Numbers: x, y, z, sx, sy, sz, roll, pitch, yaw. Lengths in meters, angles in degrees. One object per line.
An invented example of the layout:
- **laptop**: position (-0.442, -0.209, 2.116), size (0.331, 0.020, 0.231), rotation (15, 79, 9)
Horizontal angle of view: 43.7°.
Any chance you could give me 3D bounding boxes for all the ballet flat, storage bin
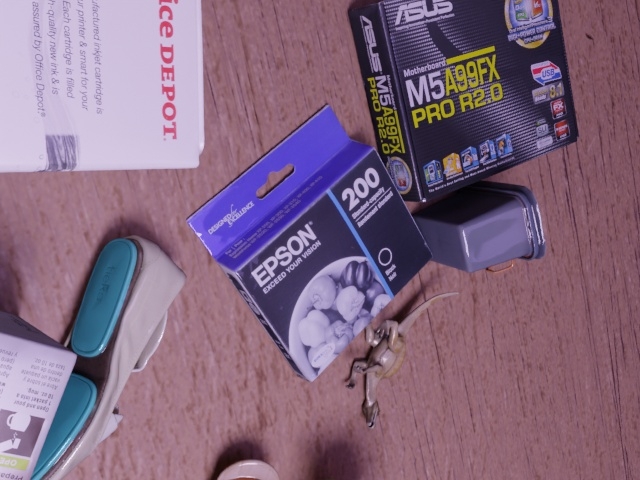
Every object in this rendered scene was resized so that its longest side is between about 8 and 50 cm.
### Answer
- **ballet flat**: position (-0.190, 0.117, 0.689), size (0.086, 0.086, 0.248), rotation (34, 75, -31)
- **storage bin**: position (0.169, -0.005, 0.890), size (0.091, 0.135, 0.098), rotation (-20, 106, -19)

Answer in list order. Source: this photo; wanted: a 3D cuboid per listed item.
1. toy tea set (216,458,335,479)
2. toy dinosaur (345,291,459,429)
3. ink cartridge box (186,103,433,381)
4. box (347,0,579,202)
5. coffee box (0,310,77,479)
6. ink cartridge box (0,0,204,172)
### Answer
- **toy tea set**: position (0.018, 0.328, 0.847), size (0.200, 0.124, 0.336), rotation (-31, 117, 4)
- **toy dinosaur**: position (0.075, 0.114, 0.889), size (0.092, 0.053, 0.183), rotation (37, 81, -47)
- **ink cartridge box**: position (0.000, 0.000, 0.822), size (0.206, 0.045, 0.208), rotation (-43, 115, -23)
- **box**: position (0.173, -0.183, 0.911), size (0.270, 0.060, 0.216), rotation (-21, 106, -31)
- **coffee box**: position (-0.301, 0.190, 0.562), size (0.119, 0.168, 0.297), rotation (24, 81, -33)
- **ink cartridge box**: position (-0.237, -0.151, 0.605), size (0.273, 0.115, 0.198), rotation (-4, 97, -33)
